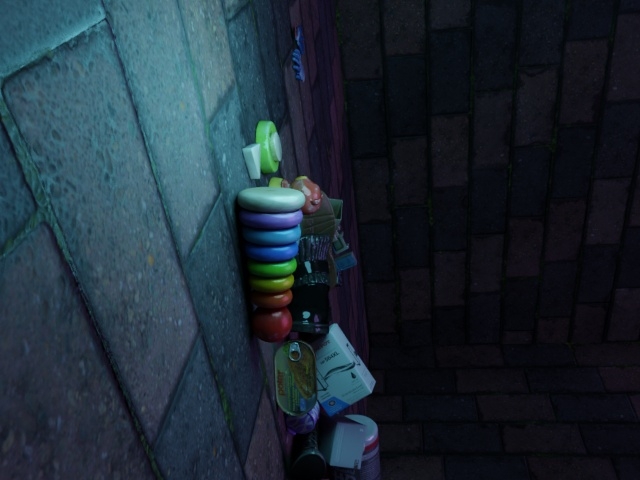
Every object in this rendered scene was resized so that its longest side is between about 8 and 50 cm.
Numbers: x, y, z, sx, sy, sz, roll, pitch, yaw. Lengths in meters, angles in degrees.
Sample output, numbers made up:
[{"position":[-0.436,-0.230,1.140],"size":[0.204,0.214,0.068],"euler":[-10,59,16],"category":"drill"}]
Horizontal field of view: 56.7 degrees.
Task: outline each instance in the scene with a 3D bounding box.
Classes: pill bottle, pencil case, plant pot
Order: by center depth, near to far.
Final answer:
[{"position":[-0.043,0.457,1.657],"size":[0.088,0.086,0.206],"euler":[-59,-179,20],"category":"pencil case"},{"position":[0.113,0.765,1.980],"size":[0.176,0.176,0.319],"euler":[-61,147,-74],"category":"pill bottle"},{"position":[0.020,-0.085,2.195],"size":[0.096,0.109,0.109],"euler":[98,-1,-45],"category":"plant pot"}]

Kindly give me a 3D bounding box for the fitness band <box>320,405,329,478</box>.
[{"position":[0.015,0.687,2.087],"size":[0.209,0.054,0.291],"euler":[-27,114,-78],"category":"fitness band"}]

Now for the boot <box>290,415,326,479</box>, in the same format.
[{"position":[-0.033,0.564,1.657],"size":[0.263,0.091,0.229],"euler":[101,-5,-46],"category":"boot"}]

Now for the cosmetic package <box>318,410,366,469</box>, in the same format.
[{"position":[0.044,0.588,1.765],"size":[0.238,0.107,0.127],"euler":[150,-48,-71],"category":"cosmetic package"}]

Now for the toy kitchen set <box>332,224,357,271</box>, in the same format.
[{"position":[0.047,0.048,2.389],"size":[0.207,0.122,0.166],"euler":[64,15,-15],"category":"toy kitchen set"}]

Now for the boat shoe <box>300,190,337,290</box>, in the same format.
[{"position":[-0.026,0.000,1.872],"size":[0.110,0.121,0.341],"euler":[30,-52,55],"category":"boat shoe"}]

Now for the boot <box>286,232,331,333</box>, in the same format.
[{"position":[-0.038,0.111,1.623],"size":[0.348,0.131,0.260],"euler":[-40,129,-86],"category":"boot"}]

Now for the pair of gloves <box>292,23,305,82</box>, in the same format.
[{"position":[-0.073,-0.630,1.985],"size":[0.159,0.023,0.198],"euler":[17,72,-83],"category":"pair of gloves"}]

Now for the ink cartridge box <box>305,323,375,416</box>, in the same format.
[{"position":[0.033,0.357,1.642],"size":[0.203,0.148,0.086],"euler":[55,16,0],"category":"ink cartridge box"}]

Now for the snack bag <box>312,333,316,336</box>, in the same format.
[{"position":[0.003,0.370,1.929],"size":[0.323,0.037,0.343],"euler":[79,-1,-51],"category":"snack bag"}]

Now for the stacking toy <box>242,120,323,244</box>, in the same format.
[{"position":[-0.079,-0.137,1.426],"size":[0.309,0.130,0.280],"euler":[-77,163,-62],"category":"stacking toy"}]

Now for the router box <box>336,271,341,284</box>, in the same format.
[{"position":[0.068,0.155,2.626],"size":[0.122,0.038,0.092],"euler":[47,42,-77],"category":"router box"}]

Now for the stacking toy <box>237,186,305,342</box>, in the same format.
[{"position":[-0.108,0.058,1.256],"size":[0.141,0.141,0.330],"euler":[-59,153,-75],"category":"stacking toy"}]

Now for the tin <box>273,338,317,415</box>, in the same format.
[{"position":[-0.061,0.342,1.488],"size":[0.040,0.106,0.190],"euler":[-69,157,-88],"category":"tin"}]
